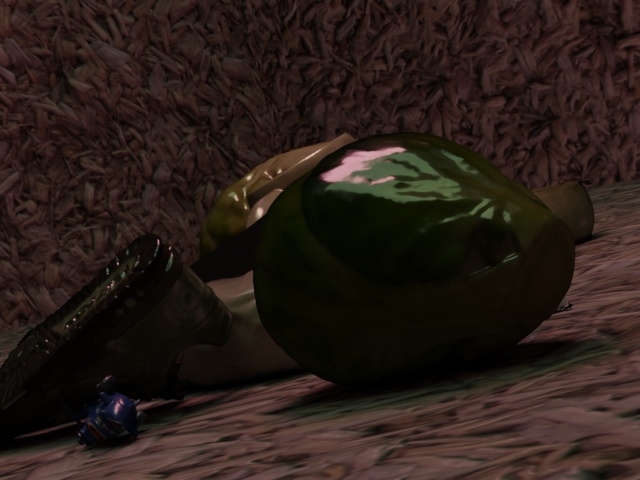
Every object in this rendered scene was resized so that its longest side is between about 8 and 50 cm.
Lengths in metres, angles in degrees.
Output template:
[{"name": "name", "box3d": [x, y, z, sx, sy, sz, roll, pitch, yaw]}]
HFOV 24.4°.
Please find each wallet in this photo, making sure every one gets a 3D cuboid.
[{"name": "wallet", "box3d": [-0.147, 0.065, 1.742, 0.244, 0.025, 0.124, -35, 31, 32]}]

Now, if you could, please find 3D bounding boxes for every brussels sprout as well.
[{"name": "brussels sprout", "box3d": [0.082, 0.017, 1.262, 0.271, 0.210, 0.219, 7, 18, 33]}, {"name": "brussels sprout", "box3d": [-0.026, -0.025, 2.173, 0.316, 0.243, 0.274, -33, -20, 4]}]

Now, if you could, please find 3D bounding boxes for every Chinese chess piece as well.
[{"name": "Chinese chess piece", "box3d": [0.310, -0.026, 2.275, 0.237, 0.092, 0.238, -14, 1, 0]}]

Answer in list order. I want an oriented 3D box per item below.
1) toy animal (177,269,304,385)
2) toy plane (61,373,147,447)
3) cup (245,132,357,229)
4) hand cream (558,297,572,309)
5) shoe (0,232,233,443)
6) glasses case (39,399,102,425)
[{"name": "toy animal", "box3d": [-0.050, 0.049, 1.555, 0.266, 0.188, 0.308, -26, 13, -31]}, {"name": "toy plane", "box3d": [-0.199, 0.158, 1.327, 0.062, 0.054, 0.167, -41, 11, -16]}, {"name": "cup", "box3d": [0.017, -0.011, 1.908, 0.173, 0.202, 0.255, -32, 3, 10]}, {"name": "hand cream", "box3d": [0.113, 0.062, 1.431, 0.257, 0.050, 0.084, -8, 43, -22]}, {"name": "shoe", "box3d": [-0.207, 0.130, 1.448, 0.293, 0.149, 0.109, -42, 25, 20]}, {"name": "glasses case", "box3d": [-0.310, 0.167, 1.552, 0.233, 0.059, 0.092, -13, 3, -11]}]
